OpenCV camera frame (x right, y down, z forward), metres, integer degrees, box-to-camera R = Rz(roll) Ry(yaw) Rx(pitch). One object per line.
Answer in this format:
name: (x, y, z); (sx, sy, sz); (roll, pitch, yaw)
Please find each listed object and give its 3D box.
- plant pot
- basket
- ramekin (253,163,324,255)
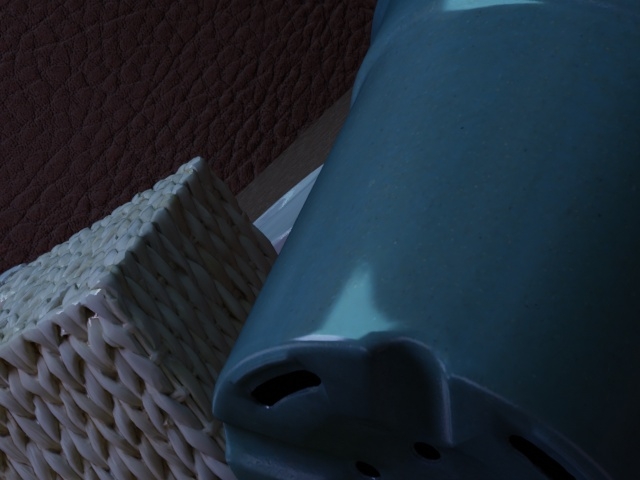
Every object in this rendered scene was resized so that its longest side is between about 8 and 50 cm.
plant pot: (0.123, 0.026, 0.784); (0.341, 0.341, 0.334); (-28, 25, 49)
basket: (-0.144, 0.158, 1.127); (0.266, 0.331, 0.328); (-31, 13, 20)
ramekin: (0.000, 0.000, 1.789); (0.273, 0.127, 0.273); (-39, 11, 9)
